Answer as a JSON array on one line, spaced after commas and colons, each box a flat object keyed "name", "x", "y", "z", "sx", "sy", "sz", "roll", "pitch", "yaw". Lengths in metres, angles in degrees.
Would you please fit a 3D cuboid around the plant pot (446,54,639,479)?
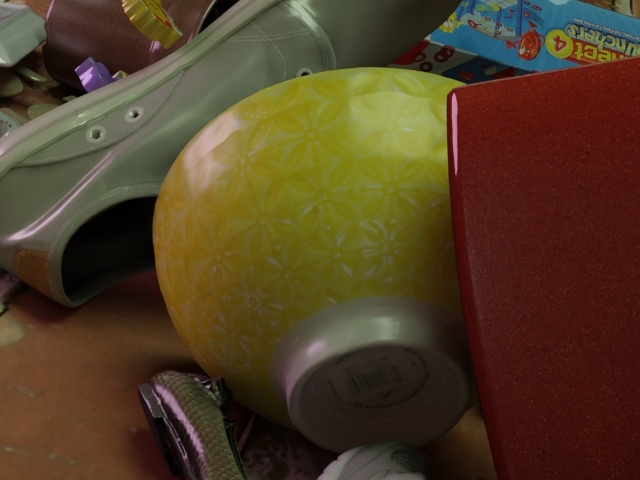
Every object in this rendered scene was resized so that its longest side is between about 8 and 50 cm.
[{"name": "plant pot", "x": 0.233, "y": 0.058, "z": 0.816, "sx": 0.267, "sy": 0.235, "sz": 0.267, "roll": -7, "pitch": -25, "yaw": 36}]

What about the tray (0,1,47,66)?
[{"name": "tray", "x": -0.339, "y": -0.203, "z": 1.383, "sx": 0.145, "sy": 0.030, "sz": 0.270, "roll": 8, "pitch": 14, "yaw": -4}]

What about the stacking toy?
[{"name": "stacking toy", "x": -0.149, "y": -0.109, "z": 1.184, "sx": 0.052, "sy": 0.167, "sz": 0.221, "roll": 55, "pitch": 13, "yaw": 21}]

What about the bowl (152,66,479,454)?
[{"name": "bowl", "x": 0.031, "y": 0.046, "z": 0.963, "sx": 0.289, "sy": 0.289, "sz": 0.156, "roll": 13, "pitch": 42, "yaw": -16}]

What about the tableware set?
[{"name": "tableware set", "x": -0.273, "y": -0.115, "z": 1.326, "sx": 0.194, "sy": 0.039, "sz": 0.128, "roll": 30, "pitch": 20, "yaw": 13}]

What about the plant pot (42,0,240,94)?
[{"name": "plant pot", "x": -0.171, "y": -0.191, "z": 1.434, "sx": 0.165, "sy": 0.167, "sz": 0.167, "roll": 18, "pitch": 23, "yaw": 16}]

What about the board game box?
[{"name": "board game box", "x": 0.161, "y": -0.134, "z": 1.409, "sx": 0.302, "sy": 0.308, "sz": 0.086, "roll": 14, "pitch": 69, "yaw": -12}]

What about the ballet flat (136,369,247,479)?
[{"name": "ballet flat", "x": -0.048, "y": 0.152, "z": 0.879, "sx": 0.058, "sy": 0.084, "sz": 0.250, "roll": -21, "pitch": 33, "yaw": -14}]

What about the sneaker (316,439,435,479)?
[{"name": "sneaker", "x": 0.063, "y": 0.183, "z": 0.804, "sx": 0.105, "sy": 0.115, "sz": 0.281, "roll": 61, "pitch": 10, "yaw": -14}]

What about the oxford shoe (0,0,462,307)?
[{"name": "oxford shoe", "x": -0.057, "y": -0.089, "z": 1.119, "sx": 0.449, "sy": 0.169, "sz": 0.130, "roll": -32, "pitch": 64, "yaw": -12}]
